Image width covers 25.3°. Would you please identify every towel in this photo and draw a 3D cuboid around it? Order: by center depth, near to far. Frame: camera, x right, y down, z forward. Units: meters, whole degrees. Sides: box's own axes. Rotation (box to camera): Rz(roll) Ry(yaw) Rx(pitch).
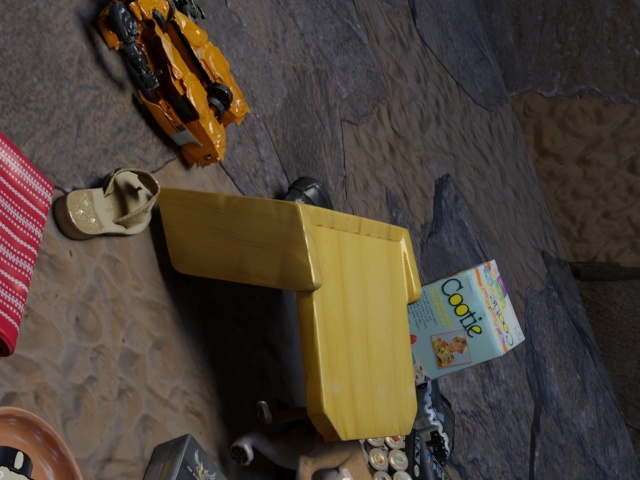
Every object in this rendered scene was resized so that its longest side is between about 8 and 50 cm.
[{"bbox_3d":[-0.378,-0.026,1.576,0.199,0.031,0.275,50,29,-37],"label":"towel"}]

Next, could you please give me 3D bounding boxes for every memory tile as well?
[{"bbox_3d":[0.073,0.330,2.169,0.148,0.012,0.113,12,55,-31],"label":"memory tile"}]

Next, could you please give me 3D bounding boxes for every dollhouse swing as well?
[{"bbox_3d":[-0.040,0.105,2.001,0.347,0.315,0.305,10,88,-63],"label":"dollhouse swing"}]

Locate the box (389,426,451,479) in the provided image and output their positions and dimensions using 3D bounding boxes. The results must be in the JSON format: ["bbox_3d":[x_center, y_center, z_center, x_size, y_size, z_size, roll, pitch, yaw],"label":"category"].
[{"bbox_3d":[0.161,0.423,2.277,0.191,0.045,0.184,56,28,-44],"label":"box"}]

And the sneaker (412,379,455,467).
[{"bbox_3d":[0.178,0.275,2.448,0.106,0.078,0.234,-2,75,-68],"label":"sneaker"}]

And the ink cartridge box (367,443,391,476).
[{"bbox_3d":[0.102,0.353,2.271,0.048,0.028,0.083,64,24,-16],"label":"ink cartridge box"}]

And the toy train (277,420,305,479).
[{"bbox_3d":[-0.035,0.302,2.030,0.158,0.027,0.036,-75,148,-53],"label":"toy train"}]

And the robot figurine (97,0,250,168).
[{"bbox_3d":[-0.214,-0.255,2.038,0.291,0.085,0.211,57,32,-25],"label":"robot figurine"}]

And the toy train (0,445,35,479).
[{"bbox_3d":[-0.317,0.334,1.202,0.142,0.190,0.334,33,37,-30],"label":"toy train"}]

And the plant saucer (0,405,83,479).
[{"bbox_3d":[-0.311,0.269,1.459,0.200,0.037,0.200,45,33,-40],"label":"plant saucer"}]

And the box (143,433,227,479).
[{"bbox_3d":[-0.136,0.377,1.713,0.231,0.056,0.183,57,27,-25],"label":"box"}]

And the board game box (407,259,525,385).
[{"bbox_3d":[0.159,0.147,2.261,0.142,0.275,0.144,-16,85,-66],"label":"board game box"}]

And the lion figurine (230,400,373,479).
[{"bbox_3d":[0.031,0.358,1.942,0.240,0.142,0.392,-32,109,-54],"label":"lion figurine"}]

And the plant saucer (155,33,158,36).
[{"bbox_3d":[-0.256,-0.337,2.117,0.083,0.013,0.083,46,33,-42],"label":"plant saucer"}]

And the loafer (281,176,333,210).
[{"bbox_3d":[0.000,0.000,2.320,0.078,0.076,0.223,-43,122,-27],"label":"loafer"}]

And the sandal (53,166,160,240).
[{"bbox_3d":[-0.243,-0.054,1.823,0.088,0.079,0.240,67,24,-2],"label":"sandal"}]
